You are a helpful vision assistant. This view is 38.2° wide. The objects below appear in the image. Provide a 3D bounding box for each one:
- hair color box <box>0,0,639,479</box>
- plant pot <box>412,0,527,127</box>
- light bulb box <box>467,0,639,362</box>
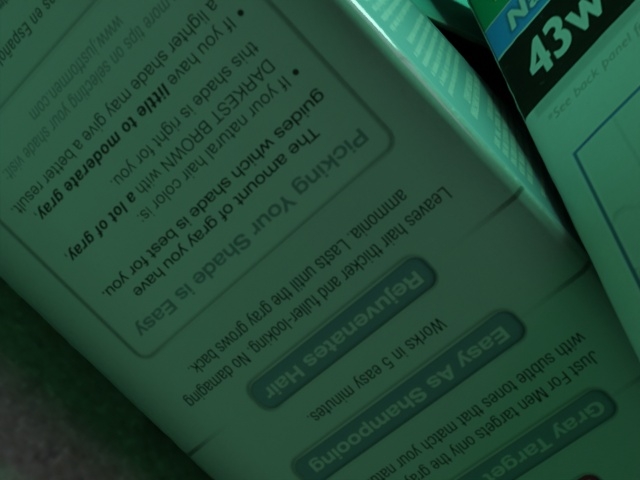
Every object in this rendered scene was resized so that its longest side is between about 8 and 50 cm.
[{"bbox_3d":[0.000,0.000,0.404,0.374,0.185,0.113,46,22,-8],"label":"hair color box"},{"bbox_3d":[0.009,-0.116,0.581,0.166,0.165,0.234,13,35,-35],"label":"plant pot"},{"bbox_3d":[0.283,-0.043,0.392,0.358,0.225,0.361,23,37,-31],"label":"light bulb box"}]
